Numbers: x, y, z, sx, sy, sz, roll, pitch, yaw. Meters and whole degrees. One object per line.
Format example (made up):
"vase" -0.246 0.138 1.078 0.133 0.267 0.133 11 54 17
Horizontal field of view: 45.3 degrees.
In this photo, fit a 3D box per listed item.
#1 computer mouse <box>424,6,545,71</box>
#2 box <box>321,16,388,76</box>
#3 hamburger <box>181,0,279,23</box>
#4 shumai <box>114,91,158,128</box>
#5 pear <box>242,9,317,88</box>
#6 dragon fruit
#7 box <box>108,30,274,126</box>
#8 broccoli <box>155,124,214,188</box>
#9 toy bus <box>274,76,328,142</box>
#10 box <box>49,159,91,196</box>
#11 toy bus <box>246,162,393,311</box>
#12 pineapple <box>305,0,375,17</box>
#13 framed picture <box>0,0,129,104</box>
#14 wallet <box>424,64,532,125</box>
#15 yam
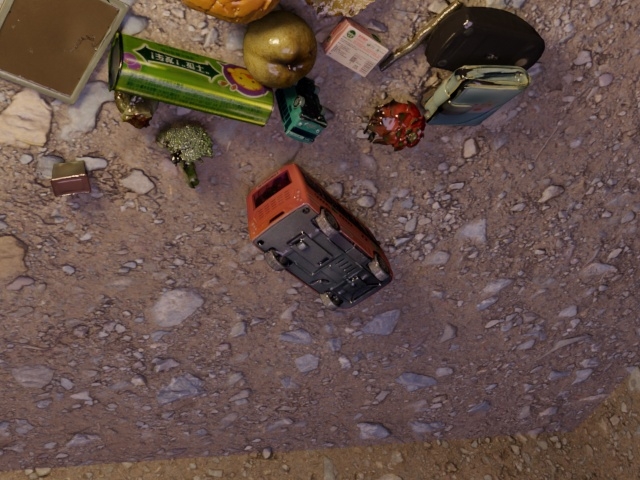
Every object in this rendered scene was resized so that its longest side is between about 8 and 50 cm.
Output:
"computer mouse" 0.375 -0.456 1.748 0.269 0.100 0.170 6 147 -28
"box" 0.077 -0.432 1.717 0.125 0.043 0.089 23 126 -37
"hamburger" -0.170 -0.520 1.440 0.244 0.163 0.244 -11 141 -9
"shumai" -0.397 -0.295 1.668 0.098 0.087 0.124 -4 136 -14
"pear" -0.086 -0.400 1.622 0.167 0.137 0.167 -27 152 -16
"dragon fruit" 0.186 -0.280 1.874 0.142 0.121 0.130 30 90 -12
"box" -0.275 -0.336 1.632 0.345 0.134 0.097 9 135 -29
"broccoli" -0.314 -0.192 1.817 0.122 0.118 0.204 -19 157 -15
"toy bus" -0.046 -0.297 1.735 0.079 0.160 0.092 16 131 -33
"box" -0.582 -0.146 1.787 0.084 0.063 0.060 -10 141 -10
"toy bus" 0.000 0.000 2.037 0.203 0.233 0.427 -33 135 18
"pineapple" 0.046 -0.551 1.573 0.221 0.047 0.221 -10 138 -9
"framed picture" -0.540 -0.412 1.541 0.216 0.016 0.273 20 126 -35
"wallet" 0.361 -0.338 1.814 0.176 0.075 0.250 -1 169 -15
"yam" 0.227 -0.464 1.753 0.234 0.029 0.027 -37 109 23
